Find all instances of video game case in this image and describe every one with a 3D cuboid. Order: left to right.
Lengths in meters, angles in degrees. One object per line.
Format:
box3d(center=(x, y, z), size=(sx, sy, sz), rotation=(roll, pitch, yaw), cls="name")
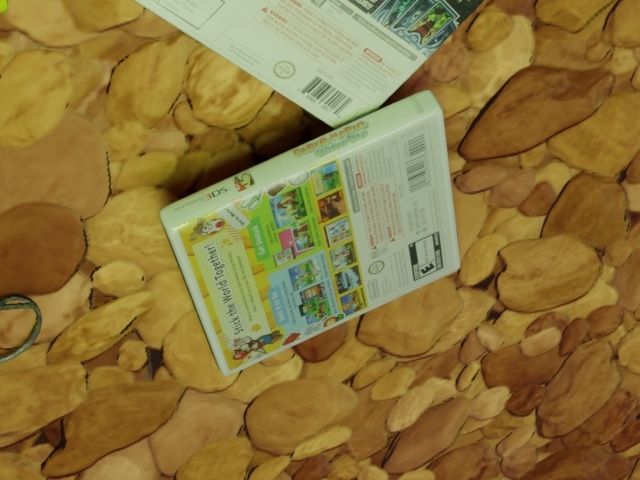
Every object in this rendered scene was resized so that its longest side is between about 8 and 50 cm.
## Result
box3d(center=(0.000, 0.000, 1.358), size=(0.206, 0.026, 0.227), rotation=(-25, 150, -6), cls="video game case")
box3d(center=(0.012, -0.192, 1.198), size=(0.210, 0.042, 0.232), rotation=(-45, 136, 16), cls="video game case")

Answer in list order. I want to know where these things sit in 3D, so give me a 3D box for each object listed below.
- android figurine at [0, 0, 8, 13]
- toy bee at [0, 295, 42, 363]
box3d(center=(-0.250, -0.206, 1.029), size=(0.272, 0.056, 0.248), rotation=(-22, 138, -10), cls="android figurine")
box3d(center=(-0.315, 0.104, 1.214), size=(0.298, 0.162, 0.195), rotation=(-19, 135, -12), cls="toy bee")
